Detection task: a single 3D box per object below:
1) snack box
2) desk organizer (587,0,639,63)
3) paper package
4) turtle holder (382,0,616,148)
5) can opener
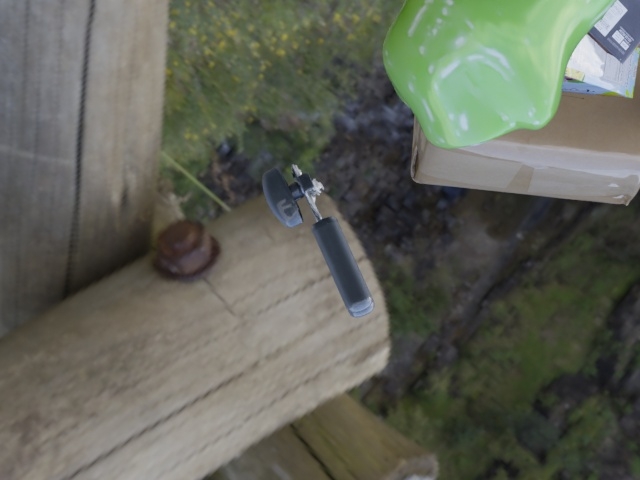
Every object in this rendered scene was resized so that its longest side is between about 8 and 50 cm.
[{"bbox_3d":[0.264,-0.223,1.388,0.207,0.174,0.070,1,98,-51],"label":"snack box"},{"bbox_3d":[0.167,-0.180,0.774,0.130,0.050,0.047,35,99,-26],"label":"desk organizer"},{"bbox_3d":[0.306,-0.230,1.668,0.168,0.324,0.310,100,-5,-69],"label":"paper package"},{"bbox_3d":[-0.006,-0.211,0.457,0.227,0.243,0.320,-37,123,-5],"label":"turtle holder"},{"bbox_3d":[0.000,0.000,1.853,0.093,0.280,0.074,-29,163,1],"label":"can opener"}]
